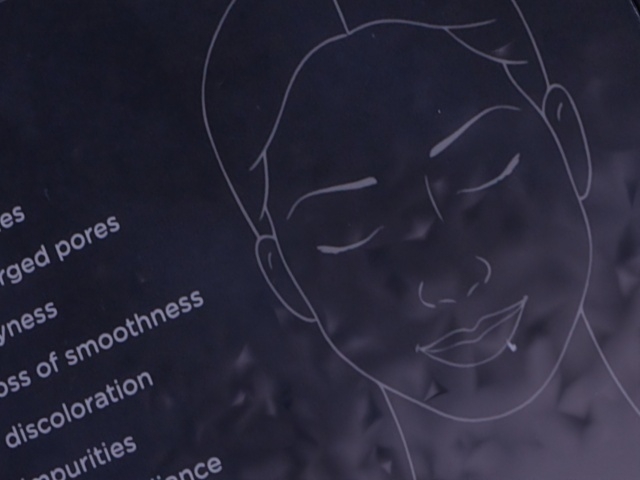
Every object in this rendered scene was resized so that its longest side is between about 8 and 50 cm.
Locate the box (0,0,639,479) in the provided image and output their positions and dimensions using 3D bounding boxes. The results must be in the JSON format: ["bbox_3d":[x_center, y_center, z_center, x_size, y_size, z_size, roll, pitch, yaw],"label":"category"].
[{"bbox_3d":[0.000,0.000,0.954,0.480,0.297,0.472,-24,82,12],"label":"box"}]
